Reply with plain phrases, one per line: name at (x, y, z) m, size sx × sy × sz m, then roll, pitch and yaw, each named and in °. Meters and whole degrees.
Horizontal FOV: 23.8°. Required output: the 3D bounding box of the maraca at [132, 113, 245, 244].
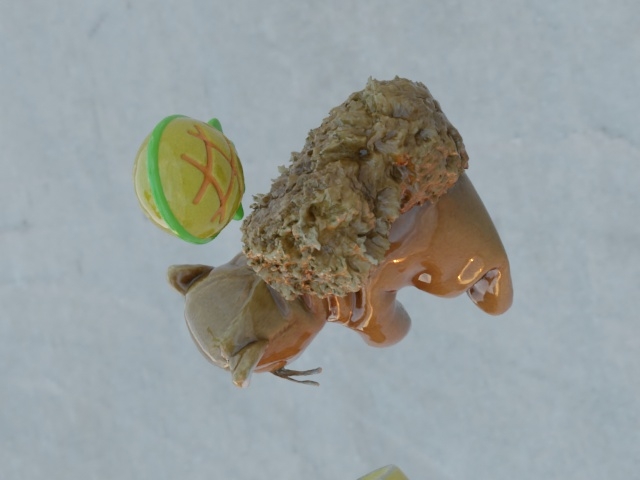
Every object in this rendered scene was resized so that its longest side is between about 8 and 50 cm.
maraca at (-0.118, -0.062, 1.475) m, size 0.099 × 0.185 × 0.127 m, roll -10°, pitch 95°, yaw 22°

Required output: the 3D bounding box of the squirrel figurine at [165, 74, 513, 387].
squirrel figurine at (0.000, 0.000, 1.778) m, size 0.281 × 0.370 × 0.397 m, roll 59°, pitch 172°, yaw 25°

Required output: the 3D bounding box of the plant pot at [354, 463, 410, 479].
plant pot at (0.094, 0.444, 2.056) m, size 0.239 × 0.254 × 0.254 m, roll 60°, pitch 151°, yaw 3°
